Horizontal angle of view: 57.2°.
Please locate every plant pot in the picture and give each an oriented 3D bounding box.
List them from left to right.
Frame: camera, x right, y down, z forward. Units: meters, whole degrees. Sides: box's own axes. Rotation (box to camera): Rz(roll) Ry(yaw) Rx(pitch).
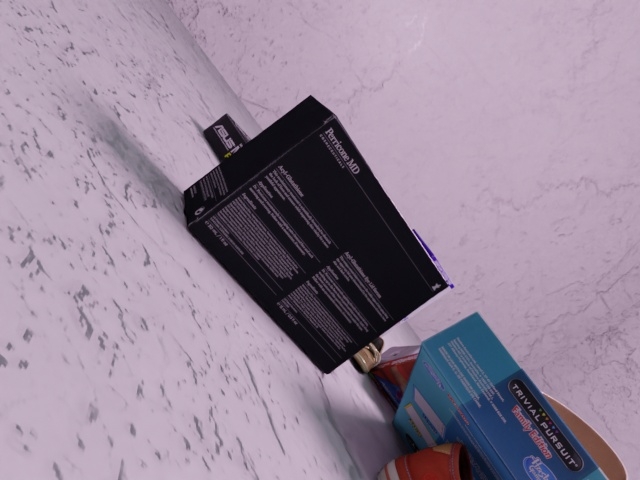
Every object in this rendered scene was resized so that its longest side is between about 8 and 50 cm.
[{"bbox_3d":[0.444,0.459,1.210,0.284,0.191,0.284,26,18,-9],"label":"plant pot"}]

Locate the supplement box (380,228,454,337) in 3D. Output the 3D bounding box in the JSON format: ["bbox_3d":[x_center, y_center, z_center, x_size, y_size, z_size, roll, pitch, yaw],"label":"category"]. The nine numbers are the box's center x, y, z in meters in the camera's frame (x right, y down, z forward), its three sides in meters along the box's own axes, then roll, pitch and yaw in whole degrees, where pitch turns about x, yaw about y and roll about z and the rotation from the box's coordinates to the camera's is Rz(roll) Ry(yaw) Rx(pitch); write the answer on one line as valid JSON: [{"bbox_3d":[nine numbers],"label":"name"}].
[{"bbox_3d":[0.151,0.098,1.243,0.111,0.220,0.114,50,8,-36],"label":"supplement box"}]

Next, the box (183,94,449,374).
[{"bbox_3d":[0.000,0.000,0.671,0.261,0.184,0.103,52,6,-30],"label":"box"}]

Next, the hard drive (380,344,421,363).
[{"bbox_3d":[0.245,0.351,1.078,0.353,0.047,0.233,54,-13,5],"label":"hard drive"}]

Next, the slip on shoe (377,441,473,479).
[{"bbox_3d":[0.165,0.324,0.508,0.123,0.101,0.331,51,6,-49],"label":"slip on shoe"}]

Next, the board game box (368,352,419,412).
[{"bbox_3d":[0.205,0.305,0.938,0.027,0.145,0.281,-39,95,-40],"label":"board game box"}]

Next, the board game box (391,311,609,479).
[{"bbox_3d":[0.199,0.266,0.694,0.254,0.079,0.336,57,-15,27],"label":"board game box"}]

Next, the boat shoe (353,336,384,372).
[{"bbox_3d":[0.081,0.183,0.979,0.056,0.048,0.153,55,5,12],"label":"boat shoe"}]

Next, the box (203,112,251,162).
[{"bbox_3d":[-0.097,-0.094,1.130,0.216,0.060,0.270,57,5,25],"label":"box"}]
